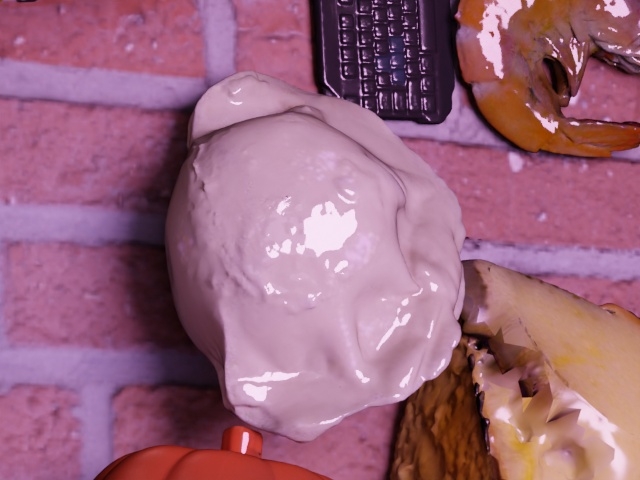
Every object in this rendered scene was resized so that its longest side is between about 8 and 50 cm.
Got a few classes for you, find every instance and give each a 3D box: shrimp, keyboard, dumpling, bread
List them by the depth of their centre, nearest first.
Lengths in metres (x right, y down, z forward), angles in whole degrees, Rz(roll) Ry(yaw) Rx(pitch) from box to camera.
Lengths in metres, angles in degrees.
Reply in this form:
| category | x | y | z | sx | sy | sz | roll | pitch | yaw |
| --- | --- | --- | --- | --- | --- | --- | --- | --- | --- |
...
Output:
| category | x | y | z | sx | sy | sz | roll | pitch | yaw |
| --- | --- | --- | --- | --- | --- | --- | --- | --- | --- |
| dumpling | 0.000 | 0.000 | 1.191 | 0.193 | 0.147 | 0.258 | -9 | 60 | -14 |
| bread | 0.156 | 0.159 | 1.233 | 0.204 | 0.162 | 0.262 | 14 | 49 | -18 |
| keyboard | 0.039 | -0.209 | 1.313 | 0.106 | 0.016 | 0.262 | 0 | 82 | -23 |
| shrimp | 0.205 | -0.125 | 1.350 | 0.249 | 0.068 | 0.150 | 12 | 90 | -16 |

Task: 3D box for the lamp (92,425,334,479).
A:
| category | x | y | z | sx | sy | sz | roll | pitch | yaw |
| --- | --- | --- | --- | --- | --- | --- | --- | --- | --- |
| lamp | -0.057 | 0.189 | 1.123 | 0.187 | 0.187 | 0.164 | 13 | 77 | -21 |
